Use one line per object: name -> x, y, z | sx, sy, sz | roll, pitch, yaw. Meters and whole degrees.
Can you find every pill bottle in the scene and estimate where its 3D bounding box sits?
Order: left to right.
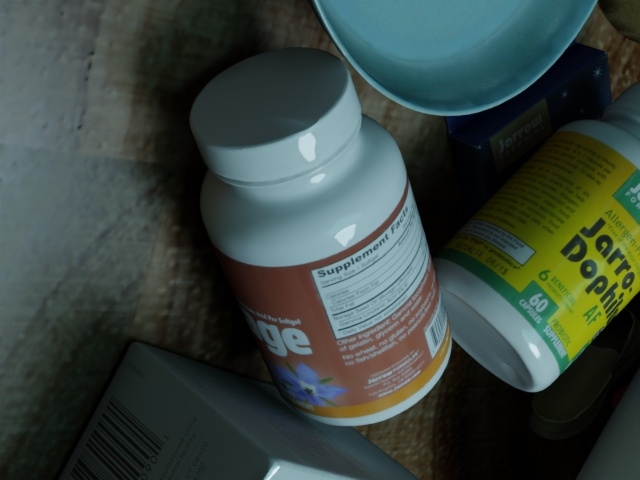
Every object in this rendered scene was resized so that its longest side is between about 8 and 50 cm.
pill bottle -> 0.000, 0.000, 0.701 | 0.121, 0.121, 0.216 | -38, 132, -21
pill bottle -> 0.176, -0.007, 0.806 | 0.208, 0.117, 0.117 | -44, 135, -12

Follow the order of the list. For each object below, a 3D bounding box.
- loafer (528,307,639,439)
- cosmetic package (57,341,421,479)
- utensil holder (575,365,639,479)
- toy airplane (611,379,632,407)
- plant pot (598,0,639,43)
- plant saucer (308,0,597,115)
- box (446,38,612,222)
loafer -> 0.227, 0.110, 1.017 | 0.148, 0.056, 0.050 | -45, 135, -28
cosmetic package -> -0.048, 0.178, 0.731 | 0.184, 0.151, 0.151 | 25, 94, -46
utensil holder -> 0.395, 0.189, 0.952 | 0.385, 0.328, 0.327 | -52, 138, -27
toy airplane -> 0.311, 0.183, 1.147 | 0.151, 0.028, 0.151 | -21, 125, -34
plant pot -> 0.360, -0.220, 0.810 | 0.237, 0.254, 0.237 | -20, 123, -34
plant saucer -> 0.085, -0.232, 0.682 | 0.318, 0.044, 0.317 | -20, 119, -40
box -> 0.166, -0.050, 0.885 | 0.136, 0.036, 0.225 | -36, 131, -22
